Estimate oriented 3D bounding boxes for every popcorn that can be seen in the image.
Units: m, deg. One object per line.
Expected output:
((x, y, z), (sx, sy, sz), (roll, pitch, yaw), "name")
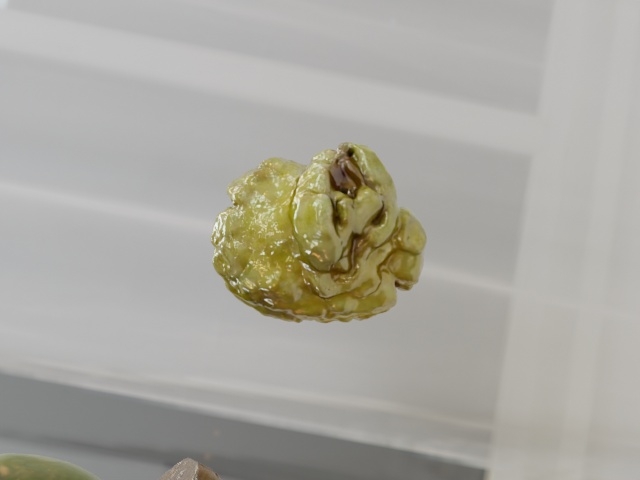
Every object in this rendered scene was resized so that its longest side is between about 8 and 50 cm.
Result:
((0.000, 0.000, 1.667), (0.200, 0.226, 0.203), (-53, 5, -15), "popcorn")

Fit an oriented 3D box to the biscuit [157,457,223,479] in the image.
((-0.154, 0.287, 1.071), (0.273, 0.049, 0.257), (-45, 19, 13), "biscuit")

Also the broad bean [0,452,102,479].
((-0.347, 0.353, 1.866), (0.238, 0.291, 0.119), (-78, 13, -51), "broad bean")
